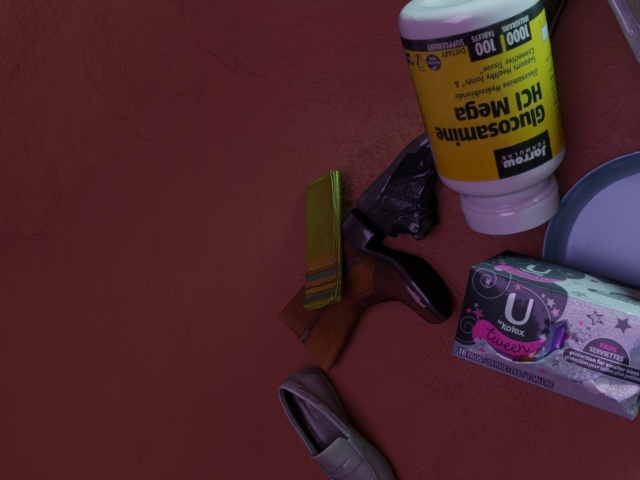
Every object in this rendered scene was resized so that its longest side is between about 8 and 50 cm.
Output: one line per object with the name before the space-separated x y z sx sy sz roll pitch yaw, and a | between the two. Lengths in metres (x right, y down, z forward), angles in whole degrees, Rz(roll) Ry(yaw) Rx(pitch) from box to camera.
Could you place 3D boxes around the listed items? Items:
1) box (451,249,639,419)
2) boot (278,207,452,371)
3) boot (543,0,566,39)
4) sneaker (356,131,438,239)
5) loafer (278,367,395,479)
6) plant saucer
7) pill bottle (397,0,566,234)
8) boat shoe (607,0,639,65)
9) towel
box | 0.335 0.117 0.979 0.247 0.163 0.142 17 106 29
boot | 0.066 0.128 1.237 0.264 0.096 0.280 42 116 21
boot | 0.296 -0.350 1.011 0.112 0.115 0.305 49 132 17
sneaker | 0.169 -0.088 1.156 0.130 0.087 0.227 50 121 15
loafer | 0.028 0.382 1.280 0.112 0.111 0.319 -46 72 27
plant saucer | 0.480 0.030 1.001 0.318 0.044 0.317 4 97 32
pill bottle | 0.237 -0.183 0.988 0.188 0.188 0.333 -3 122 32
boat shoe | 0.444 -0.239 0.890 0.320 0.118 0.103 55 157 -19
towel | 0.000 0.000 1.244 0.102 0.021 0.237 -22 62 51
